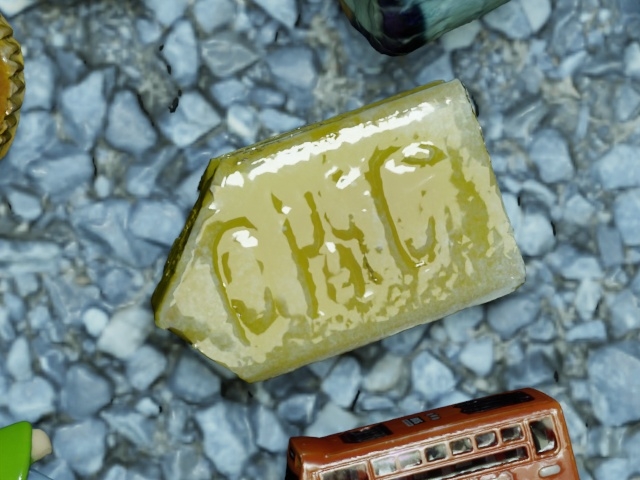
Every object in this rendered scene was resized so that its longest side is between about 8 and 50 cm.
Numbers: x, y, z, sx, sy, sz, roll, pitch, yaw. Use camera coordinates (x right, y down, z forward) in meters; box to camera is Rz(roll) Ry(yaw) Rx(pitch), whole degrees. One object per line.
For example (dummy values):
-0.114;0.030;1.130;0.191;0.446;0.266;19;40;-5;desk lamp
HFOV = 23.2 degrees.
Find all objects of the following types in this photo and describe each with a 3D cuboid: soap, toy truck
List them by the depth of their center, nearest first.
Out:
0.000;0.000;1.104;0.257;0.080;0.160;-20;96;-6;soap
0.055;0.183;1.110;0.252;0.107;0.114;-12;94;-7;toy truck

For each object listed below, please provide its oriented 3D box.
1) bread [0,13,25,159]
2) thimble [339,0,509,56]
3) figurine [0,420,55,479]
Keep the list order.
-0.299;-0.111;1.049;0.199;0.104;0.199;-1;96;-5;bread
0.057;-0.240;1.019;0.150;0.237;0.237;-31;97;-5;thimble
-0.283;0.162;1.059;0.263;0.143;0.162;24;97;-18;figurine
